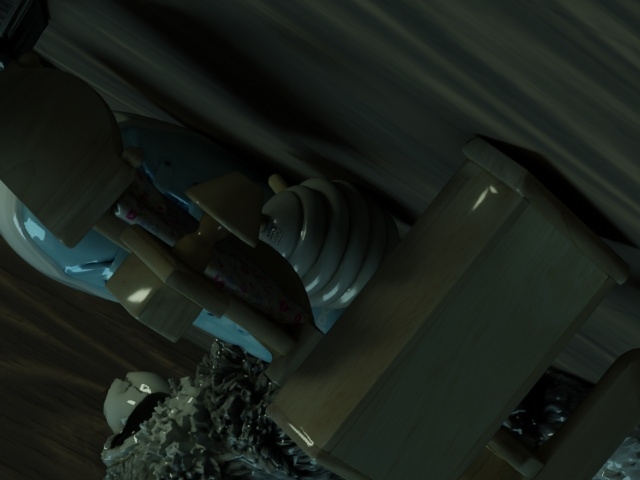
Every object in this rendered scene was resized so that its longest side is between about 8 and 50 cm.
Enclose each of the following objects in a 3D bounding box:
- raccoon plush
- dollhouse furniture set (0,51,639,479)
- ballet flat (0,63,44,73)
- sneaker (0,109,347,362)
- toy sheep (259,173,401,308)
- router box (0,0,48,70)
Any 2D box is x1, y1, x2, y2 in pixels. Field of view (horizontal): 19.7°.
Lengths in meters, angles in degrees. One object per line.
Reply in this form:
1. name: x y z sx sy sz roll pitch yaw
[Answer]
1. raccoon plush: 0.013 0.185 1.498 0.446 0.299 0.216 21 169 38
2. dollhouse furniture set: -0.010 -0.017 1.040 0.303 0.174 0.355 38 -178 -46
3. ballet flat: -0.261 -0.132 1.282 0.077 0.077 0.231 43 -177 32
4. sneaker: -0.045 0.010 1.254 0.366 0.135 0.150 20 178 -37
5. toy sheep: 0.000 0.000 1.167 0.132 0.091 0.091 12 -179 -31
6. router box: -0.252 -0.168 1.097 0.179 0.046 0.133 29 172 -3
